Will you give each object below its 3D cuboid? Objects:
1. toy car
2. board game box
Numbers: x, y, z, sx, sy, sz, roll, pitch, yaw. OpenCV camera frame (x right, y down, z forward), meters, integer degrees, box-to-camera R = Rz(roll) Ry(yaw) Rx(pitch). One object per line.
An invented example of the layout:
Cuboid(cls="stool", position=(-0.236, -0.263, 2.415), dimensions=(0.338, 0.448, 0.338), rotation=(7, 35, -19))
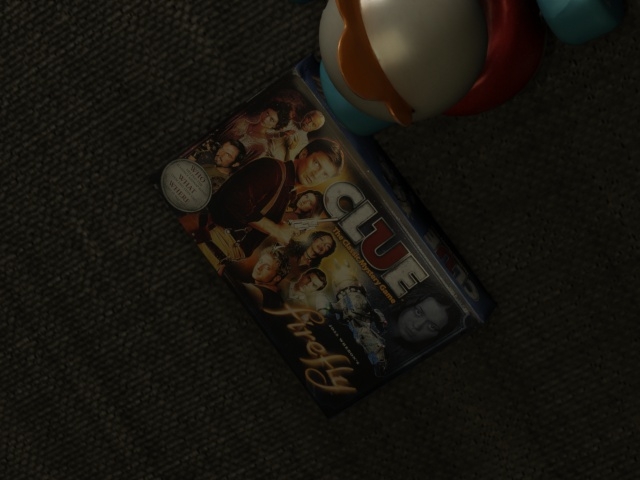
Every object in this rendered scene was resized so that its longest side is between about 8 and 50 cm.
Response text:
Cuboid(cls="toy car", position=(0.056, -0.165, 1.275), dimensions=(0.219, 0.238, 0.210), rotation=(-21, 100, 26))
Cuboid(cls="board game box", position=(0.000, 0.000, 1.469), dimensions=(0.165, 0.042, 0.243), rotation=(-35, 94, 28))
